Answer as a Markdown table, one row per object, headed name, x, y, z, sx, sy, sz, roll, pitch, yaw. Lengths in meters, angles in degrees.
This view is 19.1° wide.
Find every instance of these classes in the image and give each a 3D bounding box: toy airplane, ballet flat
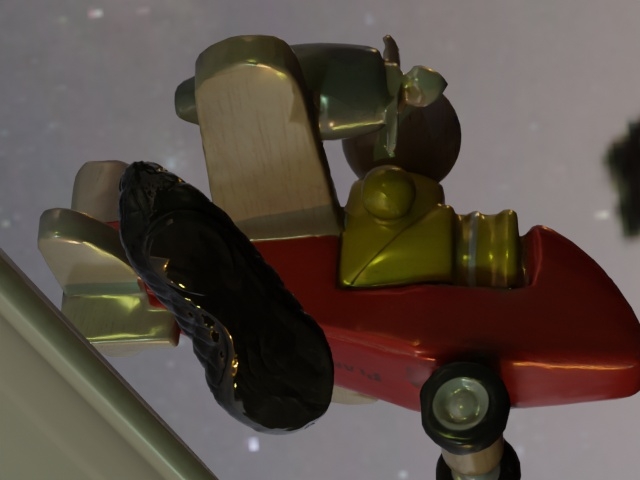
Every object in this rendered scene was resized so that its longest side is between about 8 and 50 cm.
| name | x | y | z | sx | sy | sz | roll | pitch | yaw |
| --- | --- | --- | --- | --- | --- | --- | --- | --- | --- |
| toy airplane | 0.000 | 0.000 | 1.337 | 0.384 | 0.386 | 0.272 | 34 | -114 | -23 |
| ballet flat | -0.036 | 0.028 | 0.830 | 0.173 | 0.057 | 0.049 | 62 | -177 | -45 |

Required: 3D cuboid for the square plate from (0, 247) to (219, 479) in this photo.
| name | x | y | z | sx | sy | sz | roll | pitch | yaw |
| --- | --- | --- | --- | --- | --- | --- | --- | --- | --- |
| square plate | -0.193 | 0.059 | 0.401 | 0.347 | 0.344 | 0.049 | 48 | -153 | 2 |
